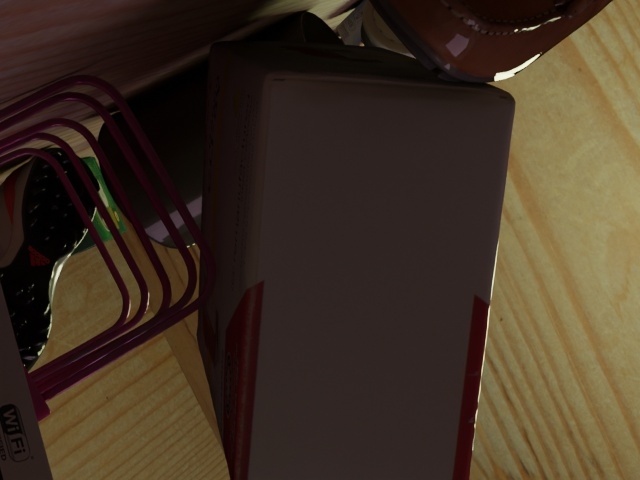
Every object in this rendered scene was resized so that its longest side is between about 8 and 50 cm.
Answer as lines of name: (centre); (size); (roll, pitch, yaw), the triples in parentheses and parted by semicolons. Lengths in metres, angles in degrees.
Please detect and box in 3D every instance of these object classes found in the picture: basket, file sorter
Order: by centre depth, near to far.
file sorter: (-0.225, 0.011, 0.987); (0.182, 0.202, 0.290); (-31, -175, -23)
basket: (-0.074, -0.112, 1.239); (0.227, 0.154, 0.204); (-29, -176, 20)

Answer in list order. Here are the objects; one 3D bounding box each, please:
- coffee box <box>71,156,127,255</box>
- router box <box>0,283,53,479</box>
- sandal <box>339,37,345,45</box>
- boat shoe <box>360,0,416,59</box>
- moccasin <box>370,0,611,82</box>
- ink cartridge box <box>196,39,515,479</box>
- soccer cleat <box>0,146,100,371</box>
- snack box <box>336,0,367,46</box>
coffee box: (-0.300, -0.046, 1.596); (0.040, 0.113, 0.184); (-23, -175, 5)
router box: (-0.259, 0.133, 0.627); (0.301, 0.335, 0.082); (-22, 171, 37)
sandal: (0.076, -0.238, 1.668); (0.138, 0.126, 0.317); (-27, -170, 49)
boat shoe: (0.173, -0.238, 1.282); (0.324, 0.116, 0.097); (-24, 170, -25)
moccasin: (0.164, -0.203, 0.809); (0.380, 0.139, 0.147); (-25, 168, -44)
ink cartridge box: (0.000, 0.000, 0.954); (0.160, 0.279, 0.385); (2, -168, -10)
soccer cleat: (-0.319, 0.046, 1.242); (0.116, 0.108, 0.318); (-24, -144, 40)
snack box: (0.085, -0.256, 1.372); (0.100, 0.037, 0.141); (-29, -179, -18)
